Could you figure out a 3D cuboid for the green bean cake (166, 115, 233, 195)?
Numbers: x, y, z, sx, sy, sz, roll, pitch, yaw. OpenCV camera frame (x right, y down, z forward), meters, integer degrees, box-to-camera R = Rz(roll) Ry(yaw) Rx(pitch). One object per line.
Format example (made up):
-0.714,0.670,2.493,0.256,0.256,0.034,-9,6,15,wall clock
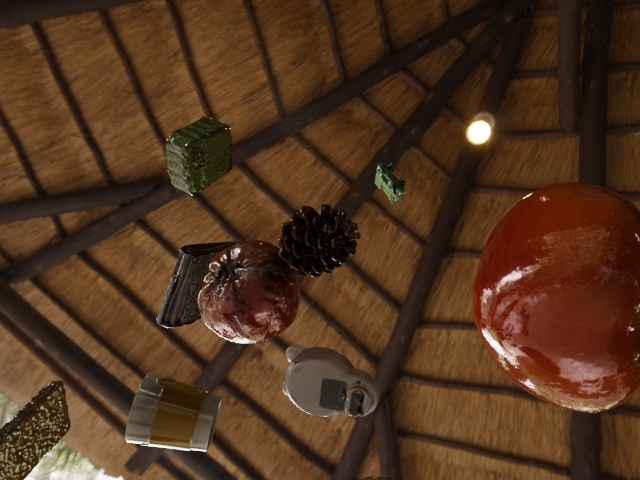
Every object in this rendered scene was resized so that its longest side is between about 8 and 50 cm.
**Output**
-0.381,-0.269,1.636,0.113,0.214,0.200,28,-46,22,green bean cake

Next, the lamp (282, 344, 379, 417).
0.027,0.347,1.267,0.246,0.108,0.180,13,-63,13,lamp

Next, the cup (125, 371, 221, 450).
-0.396,0.473,1.425,0.226,0.241,0.186,14,-91,-1,cup

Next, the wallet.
-0.309,0.106,1.378,0.071,0.262,0.221,27,-73,24,wallet

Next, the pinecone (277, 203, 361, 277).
0.007,-0.004,1.117,0.165,0.163,0.163,-15,-70,41,pinecone

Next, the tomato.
0.275,0.065,0.586,0.180,0.260,0.260,-2,-63,34,tomato

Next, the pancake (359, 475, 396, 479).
0.107,0.535,0.944,0.199,0.199,0.021,12,-20,23,pancake

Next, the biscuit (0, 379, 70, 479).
-0.432,0.306,0.698,0.025,0.231,0.131,21,-53,10,biscuit

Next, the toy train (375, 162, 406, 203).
0.189,-0.157,1.402,0.081,0.050,0.122,92,-26,-50,toy train

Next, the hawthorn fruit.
-0.145,0.141,1.206,0.241,0.242,0.272,-4,-41,31,hawthorn fruit
